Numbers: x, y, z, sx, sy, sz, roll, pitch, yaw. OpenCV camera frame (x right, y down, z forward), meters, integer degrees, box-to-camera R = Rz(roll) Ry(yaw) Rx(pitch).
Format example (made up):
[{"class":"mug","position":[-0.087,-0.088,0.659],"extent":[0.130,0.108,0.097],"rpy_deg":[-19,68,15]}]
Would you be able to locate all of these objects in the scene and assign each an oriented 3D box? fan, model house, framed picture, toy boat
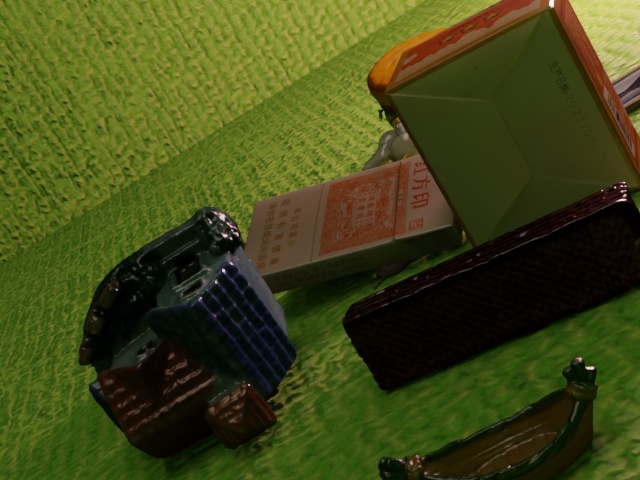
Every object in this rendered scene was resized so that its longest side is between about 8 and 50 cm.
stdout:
[{"class":"fan","position":[0.105,0.049,1.814],"extent":[0.056,0.004,0.083],"rpy_deg":[-12,25,48]},{"class":"model house","position":[-0.190,0.165,1.624],"extent":[0.295,0.251,0.329],"rpy_deg":[-30,23,4]},{"class":"framed picture","position":[0.481,-0.229,1.930],"extent":[0.203,0.015,0.150],"rpy_deg":[-31,17,4]},{"class":"toy boat","position":[0.171,0.195,1.127],"extent":[0.229,0.088,0.089],"rpy_deg":[-30,17,5]}]

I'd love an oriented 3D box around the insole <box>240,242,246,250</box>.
[{"class":"insole","position":[-0.115,0.017,2.302],"extent":[0.328,0.007,0.111],"rpy_deg":[-11,25,50]}]

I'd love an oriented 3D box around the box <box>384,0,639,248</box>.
[{"class":"box","position":[0.279,-0.181,1.675],"extent":[0.259,0.283,0.214],"rpy_deg":[-24,17,24]}]

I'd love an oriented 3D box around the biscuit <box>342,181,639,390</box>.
[{"class":"biscuit","position":[0.216,0.058,1.409],"extent":[0.388,0.107,0.073],"rpy_deg":[-25,15,21]}]

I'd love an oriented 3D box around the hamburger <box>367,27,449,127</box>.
[{"class":"hamburger","position":[0.220,-0.297,2.325],"extent":[0.246,0.170,0.246],"rpy_deg":[-23,30,14]}]

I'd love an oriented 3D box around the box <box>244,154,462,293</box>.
[{"class":"box","position":[0.050,-0.028,1.878],"extent":[0.365,0.051,0.204],"rpy_deg":[-15,37,20]}]

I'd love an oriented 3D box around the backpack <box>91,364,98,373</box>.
[{"class":"backpack","position":[-0.280,0.158,1.996],"extent":[0.206,0.133,0.258],"rpy_deg":[-38,9,10]}]

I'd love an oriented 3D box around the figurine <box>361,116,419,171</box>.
[{"class":"figurine","position":[0.137,-0.159,2.229],"extent":[0.178,0.109,0.129],"rpy_deg":[-13,46,55]}]
